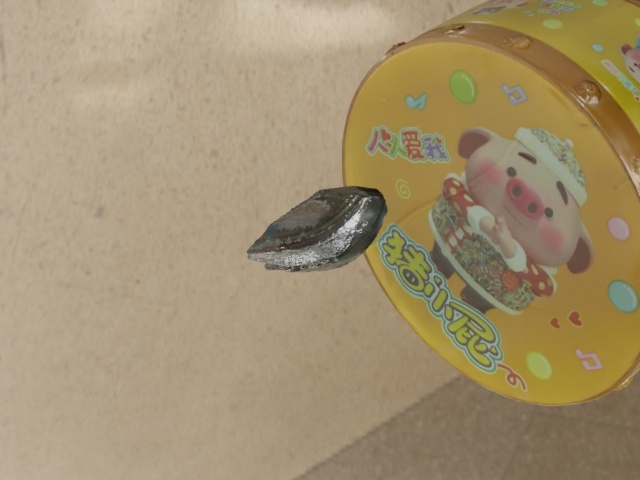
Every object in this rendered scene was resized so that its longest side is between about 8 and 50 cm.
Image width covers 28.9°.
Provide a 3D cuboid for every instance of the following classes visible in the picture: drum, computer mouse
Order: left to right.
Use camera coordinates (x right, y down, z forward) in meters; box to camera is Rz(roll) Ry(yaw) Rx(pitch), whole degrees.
[{"bbox_3d":[0.000,0.000,1.065,0.135,0.047,0.079,-26,147,23],"label":"computer mouse"},{"bbox_3d":[0.234,-0.054,1.298,0.214,0.431,0.431,-31,135,-36],"label":"drum"}]
